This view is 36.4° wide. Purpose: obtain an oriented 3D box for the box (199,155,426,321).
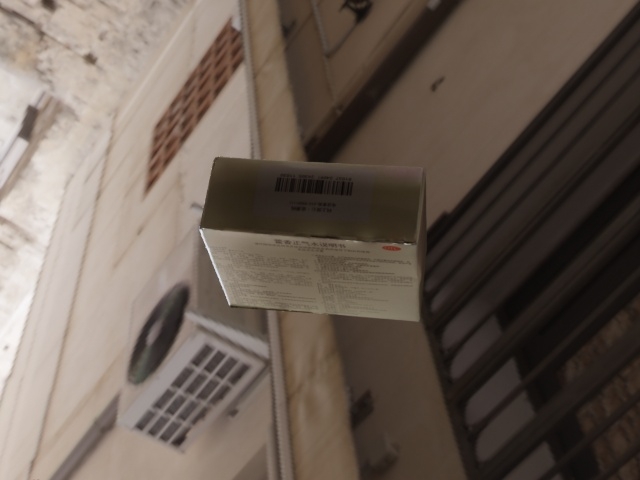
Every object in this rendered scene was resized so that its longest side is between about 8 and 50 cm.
[{"bbox_3d":[0.000,0.000,0.991,0.212,0.168,0.095,4,-119,9],"label":"box"}]
